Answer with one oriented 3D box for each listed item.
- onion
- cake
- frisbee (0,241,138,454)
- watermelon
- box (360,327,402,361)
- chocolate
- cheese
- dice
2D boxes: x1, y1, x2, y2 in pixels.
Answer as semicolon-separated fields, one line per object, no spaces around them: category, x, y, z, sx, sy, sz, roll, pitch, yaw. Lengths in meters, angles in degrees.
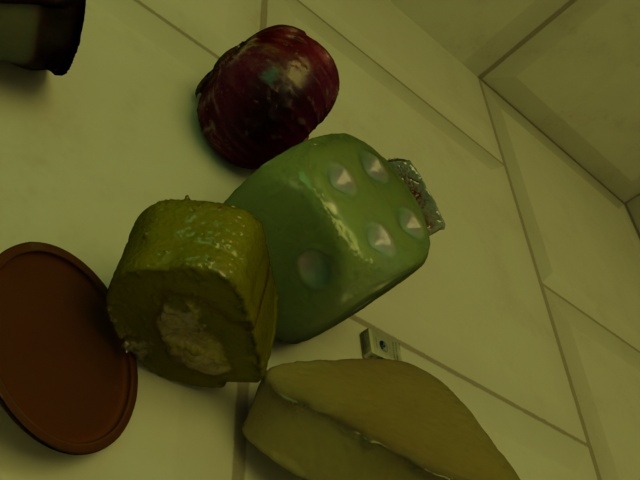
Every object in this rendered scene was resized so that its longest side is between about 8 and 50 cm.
onion;-0.087;-0.255;1.338;0.272;0.256;0.230;22;23;-8
cake;-0.155;0.075;0.937;0.156;0.179;0.261;-78;167;-45
frisbee;-0.292;0.119;0.837;0.251;0.021;0.251;56;19;-31
watermelon;0.129;-0.086;1.475;0.213;0.201;0.261;60;28;-3
box;0.110;0.197;1.334;0.083;0.024;0.054;29;40;-33
chocolate;-0.444;-0.371;1.010;0.186;0.284;0.284;-2;58;-31
cheese;0.111;0.274;1.084;0.383;0.104;0.384;21;13;-5
dice;0.000;0.000;1.173;0.252;0.254;0.250;-19;73;-55
